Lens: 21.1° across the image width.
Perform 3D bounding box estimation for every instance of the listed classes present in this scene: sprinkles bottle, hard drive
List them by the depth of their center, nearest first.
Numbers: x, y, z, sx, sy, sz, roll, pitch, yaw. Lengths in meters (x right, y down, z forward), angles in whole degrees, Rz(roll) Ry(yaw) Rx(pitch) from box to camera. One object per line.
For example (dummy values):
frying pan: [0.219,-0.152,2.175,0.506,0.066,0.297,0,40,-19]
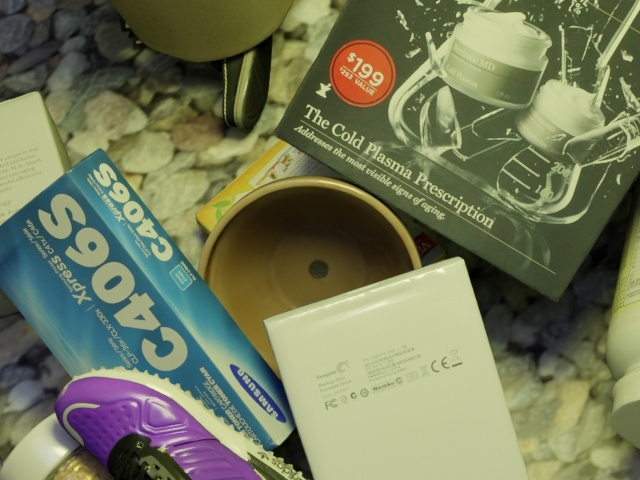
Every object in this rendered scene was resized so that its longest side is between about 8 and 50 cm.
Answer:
sprinkles bottle: [-0.168,0.325,1.739,0.355,0.121,0.121,41,73,17]
hard drive: [0.089,0.200,1.742,0.210,0.040,0.319,-18,98,-4]

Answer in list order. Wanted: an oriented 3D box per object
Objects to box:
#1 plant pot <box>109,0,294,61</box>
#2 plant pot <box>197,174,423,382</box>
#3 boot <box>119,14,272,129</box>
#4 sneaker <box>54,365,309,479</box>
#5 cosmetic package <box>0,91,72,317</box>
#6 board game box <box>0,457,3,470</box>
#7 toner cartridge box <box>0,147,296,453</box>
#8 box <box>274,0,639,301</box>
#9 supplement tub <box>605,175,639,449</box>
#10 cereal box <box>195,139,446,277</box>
plant pot: [-0.153,-0.367,1.901,0.333,0.305,0.334,-5,62,10]
plant pot: [-0.006,0.042,1.812,0.237,0.110,0.237,1,102,7]
boot: [-0.151,-0.236,2.056,0.178,0.085,0.236,-1,64,9]
sneaker: [-0.142,0.238,1.673,0.293,0.102,0.146,30,37,1]
cosmetic package: [-0.347,-0.037,1.930,0.151,0.151,0.184,-19,63,-4]
board game box: [-0.465,0.243,1.841,0.233,0.078,0.347,-18,64,-5]
toner cartridge box: [-0.187,0.093,1.765,0.348,0.165,0.075,52,34,-5]
box: [0.183,-0.168,1.766,0.343,0.179,0.312,30,107,3]
supplement tub: [0.424,0.054,1.776,0.235,0.235,0.325,10,65,10]
cereal box: [0.000,0.000,1.940,0.173,0.047,0.240,-41,69,-12]
